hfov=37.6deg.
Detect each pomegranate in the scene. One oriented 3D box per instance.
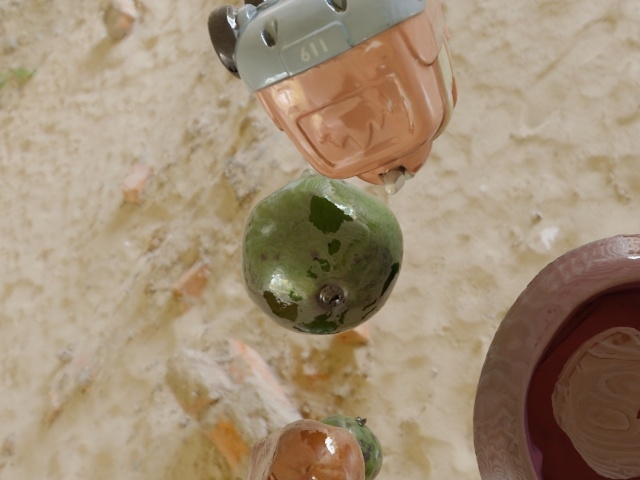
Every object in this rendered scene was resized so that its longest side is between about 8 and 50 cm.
[{"bbox_3d":[0.024,0.331,1.409,0.161,0.122,0.122,-56,38,19],"label":"pomegranate"},{"bbox_3d":[-0.002,0.000,1.072,0.187,0.187,0.225,-33,29,18],"label":"pomegranate"}]

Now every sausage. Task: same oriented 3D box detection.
[{"bbox_3d":[-0.017,0.287,1.160,0.258,0.133,0.133,126,165,-66],"label":"sausage"}]

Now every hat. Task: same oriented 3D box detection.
[{"bbox_3d":[0.182,0.101,0.553,0.205,0.205,0.089,-54,0,-6],"label":"hat"}]

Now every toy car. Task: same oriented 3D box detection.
[{"bbox_3d":[0.037,-0.163,0.868,0.181,0.212,0.270,-22,19,18],"label":"toy car"}]

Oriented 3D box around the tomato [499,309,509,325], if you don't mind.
[{"bbox_3d":[0.334,0.146,1.157,0.155,0.180,0.214,-12,9,35],"label":"tomato"}]
